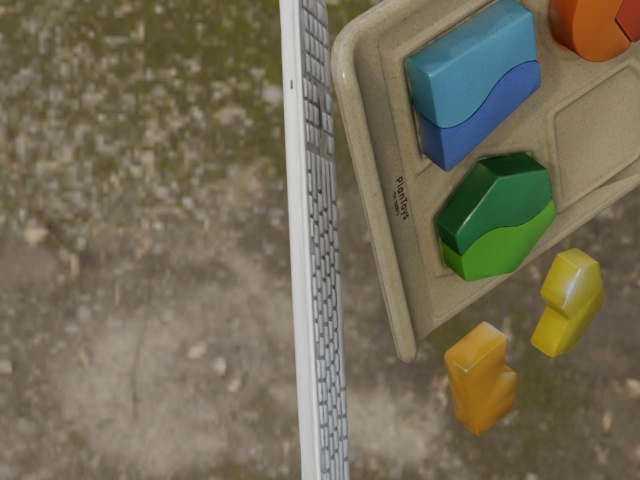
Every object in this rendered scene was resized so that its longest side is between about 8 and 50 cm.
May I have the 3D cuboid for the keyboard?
[{"bbox_3d":[0.000,0.000,0.834,0.014,0.072,0.256,-4,86,17],"label":"keyboard"}]

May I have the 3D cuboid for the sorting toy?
[{"bbox_3d":[0.118,-0.034,0.844,0.229,0.307,0.041,-37,50,-20],"label":"sorting toy"}]
